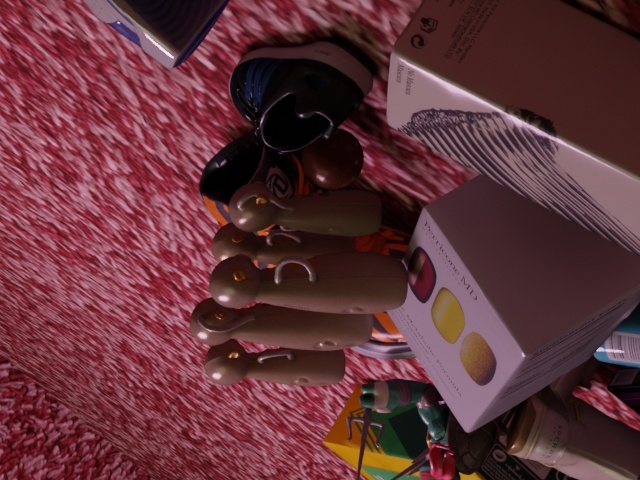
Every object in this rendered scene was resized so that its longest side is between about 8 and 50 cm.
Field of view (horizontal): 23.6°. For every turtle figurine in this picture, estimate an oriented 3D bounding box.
[{"bbox_3d":[0.122,0.167,1.463,0.118,0.234,0.175,10,148,29],"label":"turtle figurine"}]

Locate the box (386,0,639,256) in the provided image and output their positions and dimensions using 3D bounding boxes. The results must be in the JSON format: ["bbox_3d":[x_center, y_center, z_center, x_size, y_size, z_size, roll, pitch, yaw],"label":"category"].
[{"bbox_3d":[0.183,-0.073,1.012,0.275,0.094,0.113,29,160,13],"label":"box"}]

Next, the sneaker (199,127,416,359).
[{"bbox_3d":[0.000,0.000,1.426,0.321,0.125,0.180,17,156,38],"label":"sneaker"}]

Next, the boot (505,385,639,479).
[{"bbox_3d":[0.267,0.195,1.485,0.165,0.077,0.213,21,-173,7],"label":"boot"}]

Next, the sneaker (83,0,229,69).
[{"bbox_3d":[-0.199,-0.261,1.143,0.315,0.127,0.182,43,163,-7],"label":"sneaker"}]

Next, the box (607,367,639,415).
[{"bbox_3d":[0.360,0.172,1.422,0.162,0.029,0.116,39,161,-12],"label":"box"}]

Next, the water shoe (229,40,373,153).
[{"bbox_3d":[-0.036,-0.115,1.273,0.073,0.080,0.203,40,159,-19],"label":"water shoe"}]

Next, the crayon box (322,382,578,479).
[{"bbox_3d":[0.227,0.324,1.877,0.363,0.106,0.313,43,160,-25],"label":"crayon box"}]

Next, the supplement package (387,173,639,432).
[{"bbox_3d":[0.152,0.037,1.203,0.139,0.133,0.244,56,165,15],"label":"supplement package"}]

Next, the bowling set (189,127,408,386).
[{"bbox_3d":[-0.037,0.006,1.292,0.154,0.200,0.287,1,156,-13],"label":"bowling set"}]

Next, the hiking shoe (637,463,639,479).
[{"bbox_3d":[0.330,0.149,1.190,0.132,0.113,0.304,20,138,21],"label":"hiking shoe"}]

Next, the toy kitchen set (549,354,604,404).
[{"bbox_3d":[0.213,0.112,1.445,0.075,0.068,0.083,18,155,37],"label":"toy kitchen set"}]

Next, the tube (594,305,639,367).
[{"bbox_3d":[0.324,0.090,1.261,0.207,0.052,0.080,9,150,40],"label":"tube"}]
